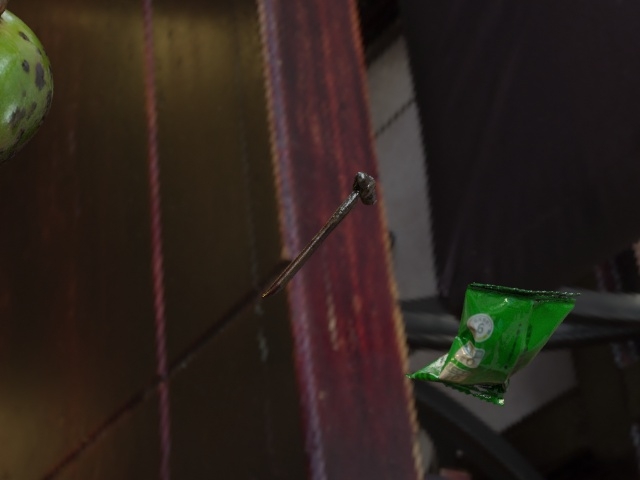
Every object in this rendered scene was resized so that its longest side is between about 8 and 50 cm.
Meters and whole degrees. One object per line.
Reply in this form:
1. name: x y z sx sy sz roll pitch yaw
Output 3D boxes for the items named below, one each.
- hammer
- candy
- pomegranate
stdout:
1. hammer: 0.000 0.000 1.511 0.021 0.065 0.178 38 85 21
2. candy: 0.210 0.127 1.665 0.203 0.141 0.078 -62 41 39
3. pomegranate: -0.285 -0.141 1.093 0.205 0.159 0.159 -66 30 32
